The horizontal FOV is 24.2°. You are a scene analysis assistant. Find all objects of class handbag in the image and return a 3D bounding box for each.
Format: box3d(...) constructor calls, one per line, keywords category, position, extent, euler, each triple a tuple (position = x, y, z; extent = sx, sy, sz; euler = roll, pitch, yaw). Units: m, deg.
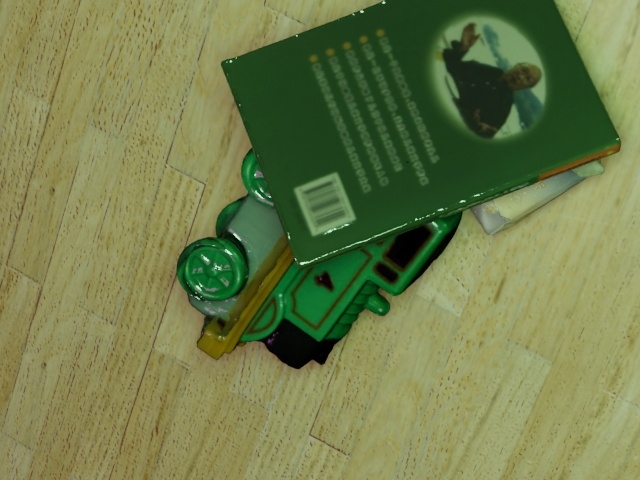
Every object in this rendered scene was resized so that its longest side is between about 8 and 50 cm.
box3d(category="handbag", position=(0.234, -0.094, 1.695), extent=(0.173, 0.095, 0.117), euler=(-32, 95, 36))

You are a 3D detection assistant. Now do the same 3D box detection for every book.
box3d(category="book", position=(0.105, -0.147, 1.625), extent=(0.371, 0.043, 0.260), euler=(-20, 73, -1))

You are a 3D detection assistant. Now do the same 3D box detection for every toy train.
box3d(category="toy train", position=(0.000, 0.000, 1.789), extent=(0.249, 0.178, 0.429), euler=(35, 116, 1))
